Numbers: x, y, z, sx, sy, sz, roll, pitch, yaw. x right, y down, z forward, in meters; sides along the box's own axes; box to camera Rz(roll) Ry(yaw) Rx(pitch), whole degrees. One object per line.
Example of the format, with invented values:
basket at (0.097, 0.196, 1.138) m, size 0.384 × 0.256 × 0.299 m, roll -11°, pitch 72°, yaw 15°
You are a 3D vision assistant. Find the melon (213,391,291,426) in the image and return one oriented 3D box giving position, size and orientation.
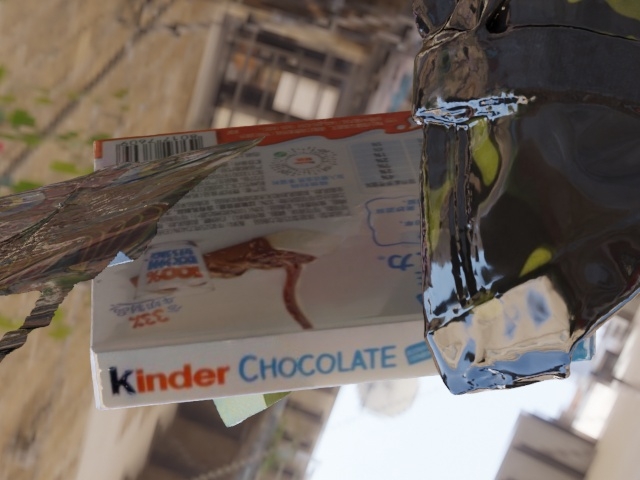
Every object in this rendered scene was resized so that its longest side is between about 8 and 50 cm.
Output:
melon at (-0.004, 0.095, 1.535) m, size 0.209 × 0.118 × 0.064 m, roll -31°, pitch -88°, yaw -13°

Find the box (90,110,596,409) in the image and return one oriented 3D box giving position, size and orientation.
box at (0.000, 0.000, 1.006) m, size 0.273 × 0.048 × 0.265 m, roll -5°, pitch -152°, yaw -4°

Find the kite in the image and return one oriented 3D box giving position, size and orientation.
kite at (-0.088, 0.016, 0.444) m, size 0.127 × 0.016 × 0.229 m, roll -18°, pitch -161°, yaw 13°

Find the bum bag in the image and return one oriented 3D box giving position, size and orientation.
bum bag at (0.073, -0.066, 0.560) m, size 0.060 × 0.106 × 0.232 m, roll 22°, pitch -122°, yaw -43°
